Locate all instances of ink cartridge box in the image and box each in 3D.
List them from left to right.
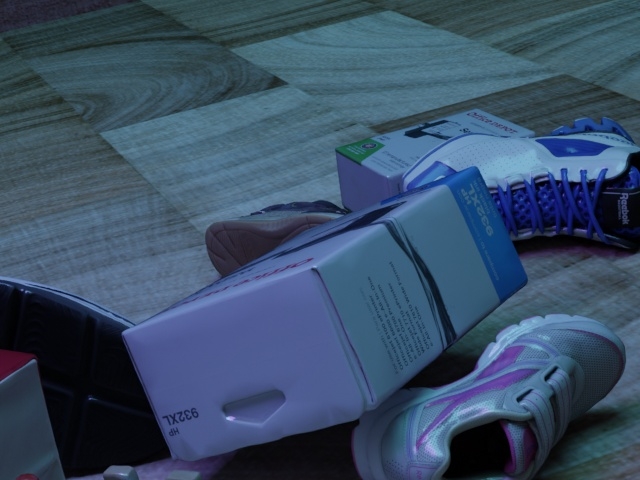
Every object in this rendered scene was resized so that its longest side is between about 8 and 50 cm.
[{"bbox_3d":[0.011,0.060,1.297,0.223,0.129,0.307,-20,6,35],"label":"ink cartridge box"},{"bbox_3d":[0.145,-0.085,1.791,0.208,0.087,0.153,-17,23,-20],"label":"ink cartridge box"}]

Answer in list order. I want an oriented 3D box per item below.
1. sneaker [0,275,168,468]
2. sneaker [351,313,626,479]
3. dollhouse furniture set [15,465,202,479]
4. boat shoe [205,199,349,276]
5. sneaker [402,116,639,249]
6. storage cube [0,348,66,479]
[{"bbox_3d":[-0.323,0.057,1.384,0.447,0.169,0.257,15,21,-3],"label":"sneaker"},{"bbox_3d":[0.157,0.148,1.192,0.252,0.103,0.111,-27,27,-19],"label":"sneaker"},{"bbox_3d":[-0.237,0.290,0.922,0.201,0.152,0.374,1,20,26],"label":"dollhouse furniture set"},{"bbox_3d":[0.000,0.000,1.623,0.285,0.103,0.092,0,27,39],"label":"boat shoe"},{"bbox_3d":[0.257,-0.055,1.611,0.315,0.127,0.182,-16,20,-20],"label":"sneaker"},{"bbox_3d":[-0.330,0.196,1.149,0.193,0.184,0.215,5,25,32],"label":"storage cube"}]
